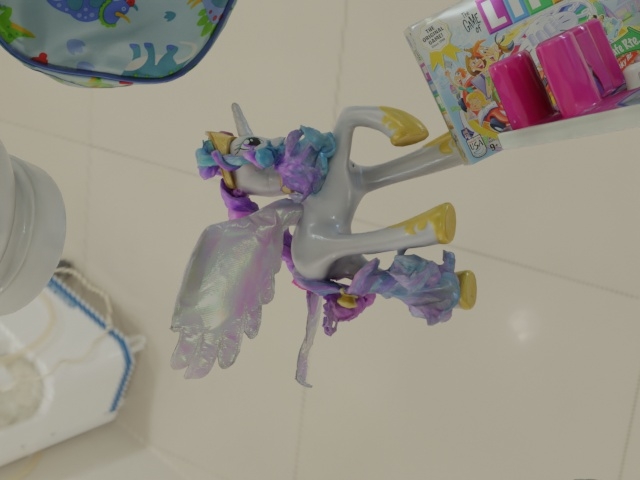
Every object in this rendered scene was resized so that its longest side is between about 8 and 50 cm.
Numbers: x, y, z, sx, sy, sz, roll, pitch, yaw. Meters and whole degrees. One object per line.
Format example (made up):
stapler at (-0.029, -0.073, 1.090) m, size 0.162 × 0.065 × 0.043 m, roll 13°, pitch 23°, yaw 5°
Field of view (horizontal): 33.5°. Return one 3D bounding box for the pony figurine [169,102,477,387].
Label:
pony figurine at (0.000, 0.000, 1.254) m, size 0.363 × 0.302 × 0.351 m, roll 1°, pitch 81°, yaw 28°

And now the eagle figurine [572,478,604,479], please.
eagle figurine at (0.402, 0.430, 1.279) m, size 0.226 × 0.298 × 0.225 m, roll 9°, pitch 76°, yaw 39°

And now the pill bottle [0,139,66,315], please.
pill bottle at (-0.358, -0.037, 0.803) m, size 0.187 × 0.334 × 0.188 m, roll -8°, pitch 74°, yaw 28°

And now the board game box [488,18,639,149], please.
board game box at (0.314, -0.151, 0.451) m, size 0.050 × 0.389 × 0.390 m, roll 66°, pitch 163°, yaw -7°

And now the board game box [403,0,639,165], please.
board game box at (0.148, -0.130, 0.727) m, size 0.154 × 0.026 × 0.103 m, roll -26°, pitch 94°, yaw -2°

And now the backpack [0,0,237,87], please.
backpack at (-0.161, -0.295, 0.827) m, size 0.355 × 0.290 × 0.273 m, roll -55°, pitch 43°, yaw 41°
